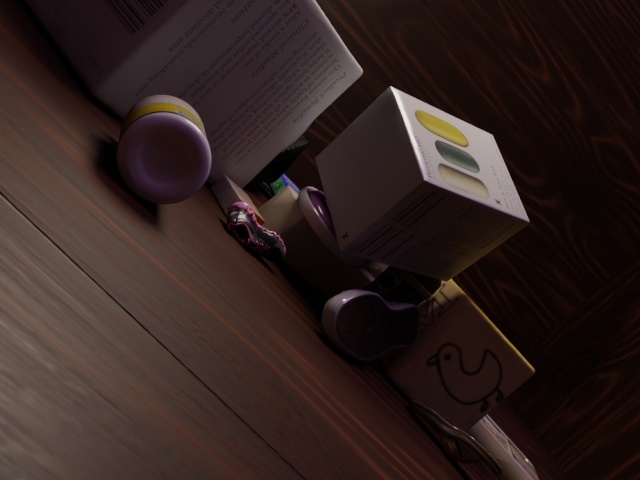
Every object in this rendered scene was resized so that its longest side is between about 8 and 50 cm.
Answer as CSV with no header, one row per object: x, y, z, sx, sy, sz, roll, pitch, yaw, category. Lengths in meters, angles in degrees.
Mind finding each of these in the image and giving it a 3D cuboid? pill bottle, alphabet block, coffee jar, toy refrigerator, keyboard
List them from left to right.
-0.185,-0.115,0.937,0.103,0.103,0.184,45,5,-22,pill bottle
-0.138,-0.131,1.980,0.180,0.023,0.108,46,11,-22,keyboard
-0.004,0.028,1.469,0.269,0.094,0.102,43,14,-41,toy refrigerator
0.130,0.103,1.449,0.079,0.184,0.096,43,7,-37,coffee jar
0.234,0.208,1.442,0.192,0.197,0.193,46,5,-14,alphabet block

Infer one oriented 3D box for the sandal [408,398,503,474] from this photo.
0.209,0.320,1.265,0.180,0.049,0.072,34,-5,18,sandal

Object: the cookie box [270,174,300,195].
-0.082,-0.119,1.989,0.092,0.040,0.107,42,13,-35,cookie box

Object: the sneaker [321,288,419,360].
0.051,0.131,1.264,0.123,0.106,0.290,9,-5,28,sneaker

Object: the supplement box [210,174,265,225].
-0.137,-0.059,1.302,0.062,0.036,0.098,43,6,-38,supplement box

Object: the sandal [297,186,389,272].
0.074,-0.035,1.462,0.169,0.102,0.416,54,12,18,sandal

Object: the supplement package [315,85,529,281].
0.167,-0.085,1.322,0.262,0.198,0.199,16,47,-39,supplement package

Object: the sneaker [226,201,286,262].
-0.100,-0.001,1.194,0.119,0.047,0.057,45,27,-23,sneaker

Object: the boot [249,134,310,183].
-0.175,-0.260,1.756,0.260,0.131,0.348,48,17,7,boot

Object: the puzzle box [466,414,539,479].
0.307,0.364,1.692,0.409,0.052,0.272,48,6,9,puzzle box

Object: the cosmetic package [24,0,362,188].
-0.202,-0.343,1.287,0.327,0.329,0.393,49,4,30,cosmetic package
